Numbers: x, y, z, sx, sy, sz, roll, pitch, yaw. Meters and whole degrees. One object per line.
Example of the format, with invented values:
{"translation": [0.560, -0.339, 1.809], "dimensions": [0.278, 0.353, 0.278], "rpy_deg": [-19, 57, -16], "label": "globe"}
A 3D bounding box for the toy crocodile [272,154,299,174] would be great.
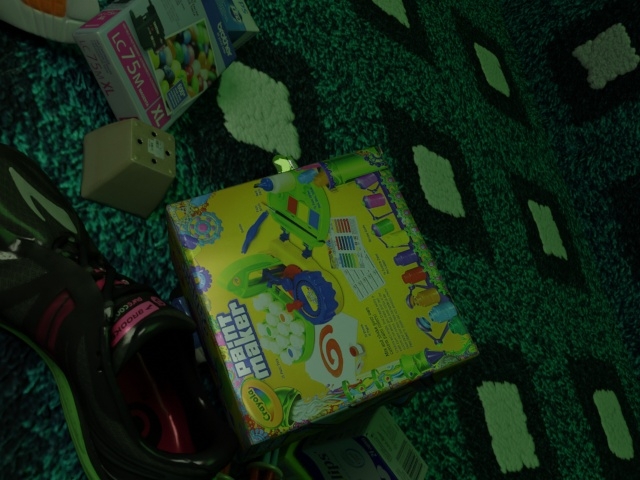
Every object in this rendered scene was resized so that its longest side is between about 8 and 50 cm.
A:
{"translation": [0.000, 0.000, 1.250], "dimensions": [0.340, 0.105, 0.115], "rpy_deg": [60, -7, -2], "label": "toy crocodile"}

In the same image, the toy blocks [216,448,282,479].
{"translation": [-0.106, 0.320, 0.927], "dimensions": [0.123, 0.054, 0.148], "rpy_deg": [42, 39, -26], "label": "toy blocks"}

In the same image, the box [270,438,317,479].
{"translation": [-0.004, 0.306, 1.077], "dimensions": [0.109, 0.042, 0.178], "rpy_deg": [52, 36, -15], "label": "box"}

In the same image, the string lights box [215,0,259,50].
{"translation": [-0.237, -0.418, 1.248], "dimensions": [0.260, 0.077, 0.133], "rpy_deg": [-22, 85, -55], "label": "string lights box"}

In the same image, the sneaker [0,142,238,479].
{"translation": [-0.247, 0.080, 0.783], "dimensions": [0.483, 0.202, 0.185], "rpy_deg": [57, 34, -7], "label": "sneaker"}

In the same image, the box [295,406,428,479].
{"translation": [0.058, 0.314, 0.992], "dimensions": [0.126, 0.137, 0.072], "rpy_deg": [55, 38, -11], "label": "box"}

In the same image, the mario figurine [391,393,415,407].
{"translation": [0.071, 0.146, 1.102], "dimensions": [0.320, 0.198, 0.170], "rpy_deg": [55, 13, -52], "label": "mario figurine"}

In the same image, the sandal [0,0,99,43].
{"translation": [-0.434, -0.354, 0.941], "dimensions": [0.265, 0.102, 0.076], "rpy_deg": [12, 27, -34], "label": "sandal"}

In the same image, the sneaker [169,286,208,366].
{"translation": [-0.103, 0.048, 1.055], "dimensions": [0.147, 0.130, 0.330], "rpy_deg": [60, 35, -6], "label": "sneaker"}

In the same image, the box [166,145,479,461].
{"translation": [-0.012, 0.076, 0.862], "dimensions": [0.279, 0.177, 0.290], "rpy_deg": [-17, 71, -17], "label": "box"}

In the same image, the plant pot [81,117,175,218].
{"translation": [-0.265, -0.111, 0.986], "dimensions": [0.109, 0.096, 0.109], "rpy_deg": [21, 51, -42], "label": "plant pot"}

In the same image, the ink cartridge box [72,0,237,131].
{"translation": [-0.233, -0.315, 1.088], "dimensions": [0.311, 0.065, 0.186], "rpy_deg": [-60, 143, -40], "label": "ink cartridge box"}
